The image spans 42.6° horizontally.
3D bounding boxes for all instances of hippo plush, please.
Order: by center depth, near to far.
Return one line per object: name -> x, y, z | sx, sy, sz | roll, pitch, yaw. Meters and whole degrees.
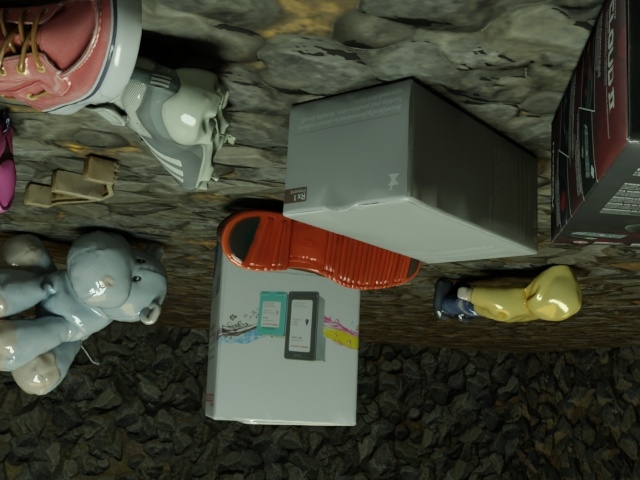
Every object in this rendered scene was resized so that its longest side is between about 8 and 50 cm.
hippo plush -> -0.356, 0.109, 1.267 | 0.236, 0.234, 0.294 | -15, 143, 24

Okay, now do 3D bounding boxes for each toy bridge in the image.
toy bridge -> -0.271, -0.061, 0.926 | 0.063, 0.026, 0.188 | 10, 167, -38

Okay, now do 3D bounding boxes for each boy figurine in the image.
boy figurine -> 0.319, 0.098, 1.421 | 0.177, 0.092, 0.285 | 10, 166, -32

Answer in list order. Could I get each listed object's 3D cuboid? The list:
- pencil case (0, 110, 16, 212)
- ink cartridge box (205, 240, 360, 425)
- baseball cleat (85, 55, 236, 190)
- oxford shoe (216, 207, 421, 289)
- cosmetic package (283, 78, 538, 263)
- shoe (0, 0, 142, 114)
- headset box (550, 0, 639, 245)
pencil case -> -0.377, -0.076, 0.717 | 0.209, 0.095, 0.098 | 4, -160, -11
ink cartridge box -> -0.058, 0.127, 1.193 | 0.197, 0.270, 0.198 | 5, 169, -11
baseball cleat -> -0.123, -0.097, 0.646 | 0.109, 0.072, 0.206 | 20, 165, -4
oxford shoe -> 0.000, 0.000, 1.060 | 0.271, 0.097, 0.098 | 11, -173, -18
cosmetic package -> 0.088, -0.048, 0.718 | 0.127, 0.107, 0.238 | -5, 163, 36
shoe -> -0.177, -0.118, 0.513 | 0.081, 0.064, 0.178 | 4, 174, -33
headset box -> 0.273, -0.073, 0.510 | 0.218, 0.110, 0.293 | 2, 169, 7
